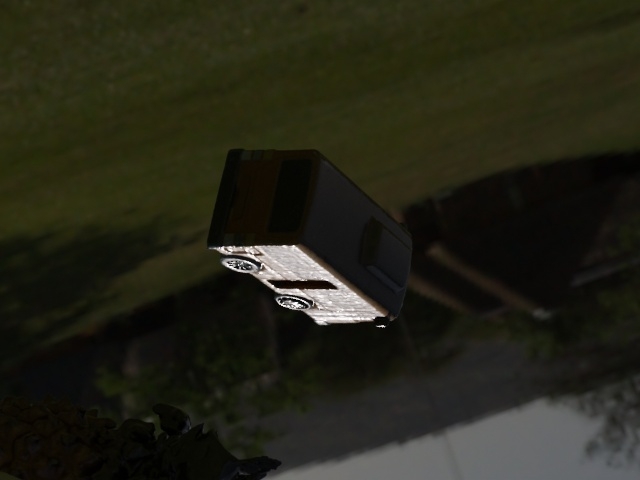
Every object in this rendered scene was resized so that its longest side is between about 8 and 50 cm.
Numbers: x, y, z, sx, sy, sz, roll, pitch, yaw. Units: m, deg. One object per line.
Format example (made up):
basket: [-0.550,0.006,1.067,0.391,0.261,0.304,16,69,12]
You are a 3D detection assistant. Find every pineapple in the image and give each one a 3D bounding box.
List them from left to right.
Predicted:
pineapple: [-0.222,0.251,1.559,0.357,0.223,0.223,-9,-178,20]

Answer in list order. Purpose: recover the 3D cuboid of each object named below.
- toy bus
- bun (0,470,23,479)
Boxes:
toy bus: [0.000,0.000,1.267,0.103,0.091,0.182,-1,157,31]
bun: [-0.206,0.200,0.922,0.120,0.173,0.173,-62,-179,-4]
